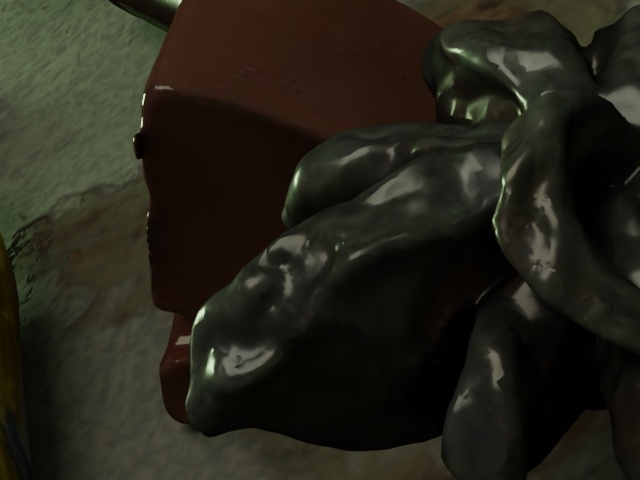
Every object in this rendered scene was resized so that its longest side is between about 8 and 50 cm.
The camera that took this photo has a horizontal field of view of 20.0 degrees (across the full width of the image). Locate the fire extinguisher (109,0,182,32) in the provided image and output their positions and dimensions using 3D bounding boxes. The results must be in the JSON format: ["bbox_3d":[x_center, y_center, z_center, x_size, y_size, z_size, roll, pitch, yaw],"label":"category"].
[{"bbox_3d":[-0.059,-0.160,1.132,0.099,0.071,0.231,-19,25,-24],"label":"fire extinguisher"}]

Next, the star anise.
[{"bbox_3d":[0.122,-0.012,0.617,0.360,0.139,0.316,-18,42,-10],"label":"star anise"}]

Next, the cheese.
[{"bbox_3d":[0.021,-0.010,0.818,0.177,0.202,0.128,8,41,10],"label":"cheese"}]

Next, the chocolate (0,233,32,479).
[{"bbox_3d":[-0.222,0.050,0.931,0.162,0.162,0.445,-30,31,12],"label":"chocolate"}]
